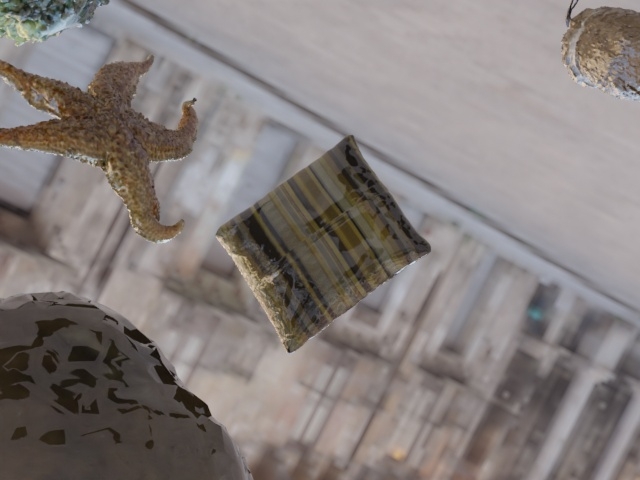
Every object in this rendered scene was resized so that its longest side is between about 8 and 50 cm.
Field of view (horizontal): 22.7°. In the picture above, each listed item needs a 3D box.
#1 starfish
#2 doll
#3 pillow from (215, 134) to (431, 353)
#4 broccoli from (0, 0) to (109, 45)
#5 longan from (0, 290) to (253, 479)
[{"bbox_3d":[-0.257,-0.140,1.845,0.302,0.060,0.299,16,-133,-33],"label":"starfish"},{"bbox_3d":[0.364,-0.215,1.881,0.115,0.105,0.221,49,175,-37],"label":"doll"},{"bbox_3d":[0.000,0.000,1.914,0.208,0.212,0.052,56,-177,35],"label":"pillow"},{"bbox_3d":[-0.249,-0.276,1.365,0.226,0.176,0.198,-106,-1,-45],"label":"broccoli"},{"bbox_3d":[-0.290,0.270,1.647,0.436,0.404,0.404,47,-172,18],"label":"longan"}]
